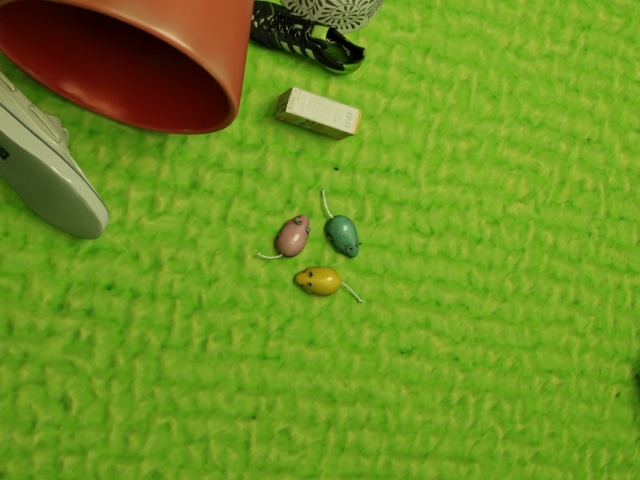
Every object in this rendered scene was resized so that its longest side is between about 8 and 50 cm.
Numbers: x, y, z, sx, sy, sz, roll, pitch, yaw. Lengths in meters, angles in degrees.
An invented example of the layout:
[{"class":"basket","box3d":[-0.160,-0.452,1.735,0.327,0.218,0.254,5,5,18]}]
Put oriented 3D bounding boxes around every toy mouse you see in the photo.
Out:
[{"class":"toy mouse","box3d":[0.000,0.000,0.990,0.161,0.031,0.143,11,86,-18]}]

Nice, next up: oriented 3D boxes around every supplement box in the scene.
[{"class":"supplement box","box3d":[-0.004,-0.164,0.976,0.098,0.062,0.036,16,86,-17]}]

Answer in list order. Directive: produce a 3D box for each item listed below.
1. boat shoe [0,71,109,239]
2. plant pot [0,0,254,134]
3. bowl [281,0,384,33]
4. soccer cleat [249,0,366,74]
[{"class":"boat shoe","box3d":[-0.329,-0.114,0.854,0.258,0.095,0.084,51,42,-24]},{"class":"plant pot","box3d":[-0.190,-0.285,0.828,0.275,0.275,0.243,21,72,-17]},{"class":"bowl","box3d":[0.026,-0.365,0.980,0.170,0.080,0.170,0,90,-18]},{"class":"soccer cleat","box3d":[-0.023,-0.268,0.965,0.179,0.072,0.060,20,83,-17]}]
